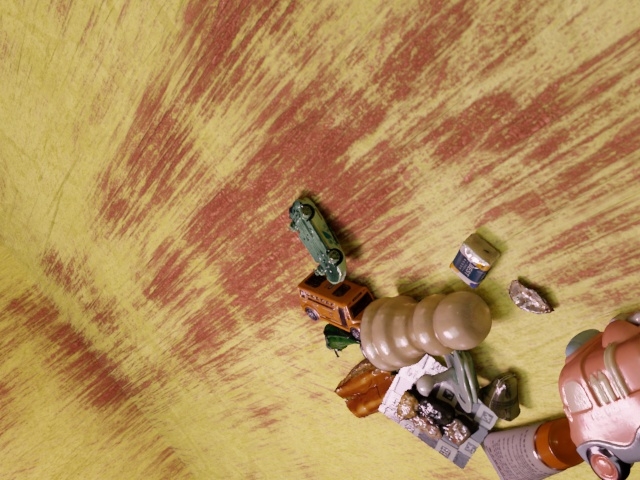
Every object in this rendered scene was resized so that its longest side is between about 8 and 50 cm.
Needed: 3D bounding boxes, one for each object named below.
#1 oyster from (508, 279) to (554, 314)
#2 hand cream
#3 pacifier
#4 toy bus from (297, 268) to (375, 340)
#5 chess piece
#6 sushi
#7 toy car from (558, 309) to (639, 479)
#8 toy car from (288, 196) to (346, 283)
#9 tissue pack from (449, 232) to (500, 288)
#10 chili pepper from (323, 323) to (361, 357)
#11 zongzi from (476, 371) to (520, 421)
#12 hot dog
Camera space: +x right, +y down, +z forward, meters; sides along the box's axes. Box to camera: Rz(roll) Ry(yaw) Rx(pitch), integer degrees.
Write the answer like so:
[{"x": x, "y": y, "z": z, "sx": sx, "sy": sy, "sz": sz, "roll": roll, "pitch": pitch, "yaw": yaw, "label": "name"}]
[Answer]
[{"x": 0.349, "y": 0.097, "z": 1.536, "sx": 0.083, "sy": 0.019, "sz": 0.054, "roll": 31, "pitch": 143, "yaw": 33, "label": "oyster"}, {"x": 0.391, "y": 0.407, "z": 1.750, "sx": 0.140, "sy": 0.089, "sz": 0.314, "roll": 62, "pitch": 154, "yaw": 8, "label": "hand cream"}, {"x": 0.239, "y": 0.263, "z": 1.749, "sx": 0.127, "sy": 0.116, "sz": 0.150, "roll": -134, "pitch": 28, "yaw": -67, "label": "pacifier"}, {"x": 0.045, "y": 0.128, "z": 1.898, "sx": 0.194, "sy": 0.083, "sz": 0.088, "roll": 19, "pitch": 139, "yaw": 41, "label": "toy bus"}, {"x": 0.201, "y": 0.159, "z": 1.695, "sx": 0.261, "sy": 0.143, "sz": 0.143, "roll": -16, "pitch": 111, "yaw": 51, "label": "chess piece"}, {"x": 0.225, "y": 0.346, "z": 1.851, "sx": 0.215, "sy": 0.050, "sz": 0.192, "roll": 34, "pitch": 124, "yaw": 15, "label": "sushi"}, {"x": 0.466, "y": 0.214, "z": 1.373, "sx": 0.212, "sy": 0.180, "sz": 0.270, "roll": 57, "pitch": 150, "yaw": 9, "label": "toy car"}, {"x": 0.000, "y": 0.000, "z": 1.846, "sx": 0.186, "sy": 0.058, "sz": 0.093, "roll": 58, "pitch": 151, "yaw": 10, "label": "toy car"}, {"x": 0.257, "y": 0.034, "z": 1.564, "sx": 0.062, "sy": 0.042, "sz": 0.083, "roll": 44, "pitch": 148, "yaw": 15, "label": "tissue pack"}, {"x": 0.069, "y": 0.203, "z": 1.971, "sx": 0.122, "sy": 0.065, "sz": 0.279, "roll": 38, "pitch": 160, "yaw": -20, "label": "chili pepper"}, {"x": 0.322, "y": 0.272, "z": 1.740, "sx": 0.113, "sy": 0.052, "sz": 0.104, "roll": 35, "pitch": 141, "yaw": 48, "label": "zongzi"}, {"x": 0.111, "y": 0.315, "z": 2.025, "sx": 0.115, "sy": 0.072, "sz": 0.269, "roll": 49, "pitch": 148, "yaw": -2, "label": "hot dog"}]
